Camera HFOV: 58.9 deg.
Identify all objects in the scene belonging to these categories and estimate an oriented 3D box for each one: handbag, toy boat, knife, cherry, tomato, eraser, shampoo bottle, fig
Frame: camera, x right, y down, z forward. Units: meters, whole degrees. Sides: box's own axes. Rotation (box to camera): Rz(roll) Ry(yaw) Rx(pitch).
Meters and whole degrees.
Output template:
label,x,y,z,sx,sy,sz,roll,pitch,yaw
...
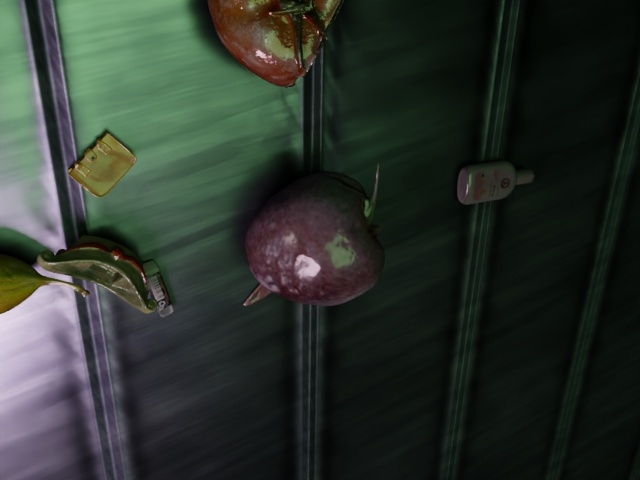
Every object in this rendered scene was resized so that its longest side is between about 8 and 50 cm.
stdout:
label,x,y,z,sx,sy,sz,roll,pitch,yaw
handbag,-0.315,-0.109,0.819,0.083,0.027,0.061,-48,122,-2
toy boat,-0.320,0.044,0.845,0.185,0.089,0.071,31,52,-29
knife,-0.045,0.034,1.016,0.247,0.018,0.035,-43,125,1
cherry,0.000,0.000,0.911,0.266,0.183,0.213,-19,80,20
tomato,-0.067,-0.330,0.757,0.155,0.181,0.214,19,98,-24
eraser,-0.267,0.079,0.926,0.027,0.019,0.099,-29,122,-29
shampoo bottle,0.347,-0.118,1.118,0.165,0.040,0.080,-9,113,-21
fig,-0.432,0.060,0.813,0.166,0.093,0.093,-3,114,-43
